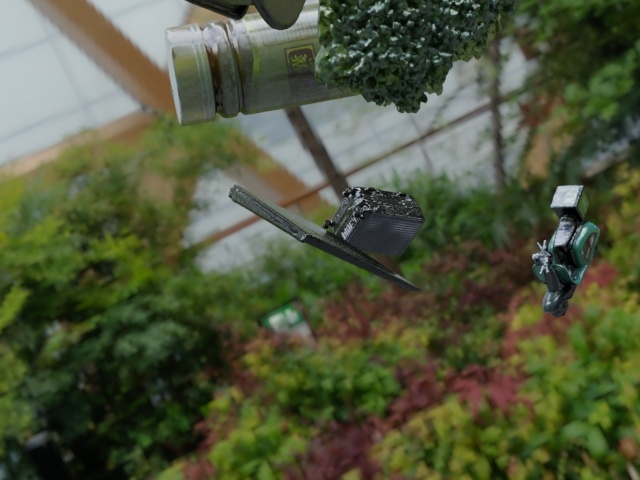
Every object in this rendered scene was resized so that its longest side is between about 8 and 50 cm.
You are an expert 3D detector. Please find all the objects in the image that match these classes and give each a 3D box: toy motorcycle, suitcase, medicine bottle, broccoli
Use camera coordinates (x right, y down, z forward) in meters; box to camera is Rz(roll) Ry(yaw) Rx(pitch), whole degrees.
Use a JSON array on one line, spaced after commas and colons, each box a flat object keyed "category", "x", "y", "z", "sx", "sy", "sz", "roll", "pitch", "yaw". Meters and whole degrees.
[{"category": "toy motorcycle", "x": 0.326, "y": 0.019, "z": 1.920, "sx": 0.058, "sy": 0.100, "sz": 0.173, "roll": 0, "pitch": 51, "yaw": 36}, {"category": "suitcase", "x": 0.075, "y": -0.024, "z": 1.934, "sx": 0.126, "sy": 0.059, "sz": 0.086, "roll": 8, "pitch": -48, "yaw": -34}, {"category": "medicine bottle", "x": -0.069, "y": -0.276, "z": 2.185, "sx": 0.322, "sy": 0.151, "sz": 0.151, "roll": -11, "pitch": -3, "yaw": -8}, {"category": "broccoli", "x": 0.098, "y": -0.349, "z": 1.790, "sx": 0.277, "sy": 0.339, "sz": 0.317, "roll": -8, "pitch": 18, "yaw": -14}]

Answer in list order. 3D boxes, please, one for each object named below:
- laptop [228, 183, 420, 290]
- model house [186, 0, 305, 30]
[{"category": "laptop", "x": 0.000, "y": 0.000, "z": 1.342, "sx": 0.016, "sy": 0.135, "sz": 0.197, "roll": -63, "pitch": 27, "yaw": 4}, {"category": "model house", "x": -0.148, "y": -0.349, "z": 1.493, "sx": 0.278, "sy": 0.205, "sz": 0.218, "roll": 4, "pitch": 59, "yaw": 28}]
